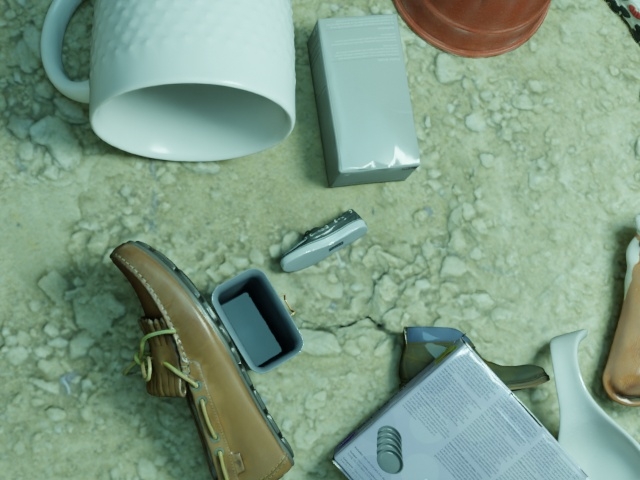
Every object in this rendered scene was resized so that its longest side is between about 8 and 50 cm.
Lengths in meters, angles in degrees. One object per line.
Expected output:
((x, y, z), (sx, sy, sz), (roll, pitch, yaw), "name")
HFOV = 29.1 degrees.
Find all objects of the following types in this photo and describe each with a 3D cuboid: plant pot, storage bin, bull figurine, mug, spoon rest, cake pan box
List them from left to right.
((-0.220, -0.303, 1.706), (0.374, 0.276, 0.328), (-8, 71, 19), "mug")
((-0.088, 0.114, 1.706), (0.098, 0.091, 0.135), (-30, 85, -15), "storage bin")
((0.192, 0.309, 1.683), (0.246, 0.070, 0.267), (-43, 91, 5), "cake pan box")
((0.258, -0.442, 1.804), (0.272, 0.265, 0.272), (2, 77, -10), "plant pot")
((0.382, 0.267, 1.746), (0.137, 0.084, 0.276), (-20, 82, 26), "spoon rest")
((0.514, 0.102, 1.808), (0.188, 0.101, 0.310), (19, 86, -5), "bull figurine")

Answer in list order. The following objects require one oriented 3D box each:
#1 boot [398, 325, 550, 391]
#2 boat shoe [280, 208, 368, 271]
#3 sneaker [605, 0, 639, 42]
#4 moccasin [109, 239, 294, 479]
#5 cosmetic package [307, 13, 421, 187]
((0.217, 0.168, 1.756), (0.219, 0.082, 0.106), (-4, 81, -9), "boot")
((0.000, 0.000, 1.775), (0.142, 0.049, 0.040), (-26, 65, -16), "boat shoe")
((0.523, -0.358, 1.939), (0.071, 0.068, 0.170), (-34, 85, -21), "sneaker")
((-0.182, 0.176, 1.653), (0.147, 0.139, 0.380), (-29, 101, -10), "moccasin")
((0.062, -0.203, 1.801), (0.127, 0.107, 0.238), (-4, 81, -11), "cosmetic package")
